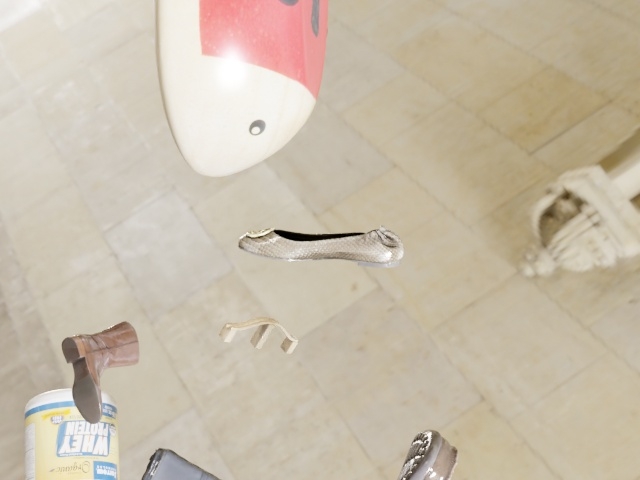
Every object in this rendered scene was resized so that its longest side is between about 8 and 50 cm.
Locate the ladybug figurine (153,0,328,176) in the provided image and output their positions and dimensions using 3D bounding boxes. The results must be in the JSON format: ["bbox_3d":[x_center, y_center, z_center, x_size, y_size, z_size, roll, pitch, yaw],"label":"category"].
[{"bbox_3d":[-0.082,-0.298,1.206,0.305,0.161,0.450,27,64,-76],"label":"ladybug figurine"}]

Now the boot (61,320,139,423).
[{"bbox_3d":[-0.243,0.151,1.186,0.114,0.037,0.107,-7,82,-64],"label":"boot"}]

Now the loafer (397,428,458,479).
[{"bbox_3d":[0.173,0.425,1.594,0.130,0.134,0.366,20,-40,11],"label":"loafer"}]

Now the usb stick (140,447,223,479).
[{"bbox_3d":[-0.133,0.392,1.472,0.278,0.077,0.045,33,-40,-13],"label":"usb stick"}]

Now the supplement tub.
[{"bbox_3d":[-0.383,0.342,1.573,0.144,0.144,0.200,74,8,-66],"label":"supplement tub"}]

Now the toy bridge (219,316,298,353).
[{"bbox_3d":[-0.115,0.181,2.006,0.188,0.063,0.026,17,21,-44],"label":"toy bridge"}]

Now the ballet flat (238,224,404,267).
[{"bbox_3d":[0.000,0.000,1.513,0.084,0.249,0.058,-53,146,-69],"label":"ballet flat"}]
